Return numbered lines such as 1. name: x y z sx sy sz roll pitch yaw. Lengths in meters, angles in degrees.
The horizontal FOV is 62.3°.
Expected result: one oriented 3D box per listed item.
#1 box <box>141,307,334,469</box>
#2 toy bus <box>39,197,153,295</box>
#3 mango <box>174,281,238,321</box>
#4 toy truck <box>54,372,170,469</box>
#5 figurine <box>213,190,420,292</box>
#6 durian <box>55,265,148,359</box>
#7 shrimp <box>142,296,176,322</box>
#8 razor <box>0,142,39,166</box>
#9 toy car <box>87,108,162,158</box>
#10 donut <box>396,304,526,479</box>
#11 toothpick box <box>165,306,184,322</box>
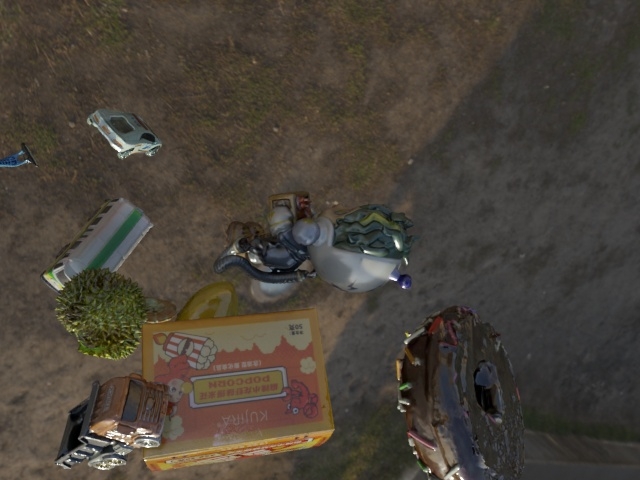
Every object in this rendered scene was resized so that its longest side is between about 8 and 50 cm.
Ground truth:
1. box: -0.149 0.261 0.905 0.283 0.214 0.260 -4 158 -14
2. toy bus: -0.626 0.026 1.509 0.143 0.179 0.306 47 57 -27
3. mango: -0.306 0.273 1.373 0.195 0.142 0.332 -12 114 -39
4. toy truck: -0.290 0.252 0.726 0.092 0.083 0.192 32 129 -33
5. figurine: 0.002 -0.002 1.038 0.261 0.381 0.186 -28 119 -59
6. durian: -0.505 0.160 1.227 0.200 0.237 0.177 3 114 -35
7. shrimp: -0.469 0.181 1.447 0.091 0.183 0.043 -31 127 -43
8. razor: -0.907 -0.211 1.451 0.042 0.082 0.253 -31 -179 30
9. toy car: -0.368 -0.212 1.025 0.056 0.205 0.095 -41 94 14
10. donut: 0.201 0.224 0.747 0.103 0.270 0.269 -20 143 32
11. toothpick box: -0.368 0.230 1.531 0.148 0.098 0.098 -37 133 1
